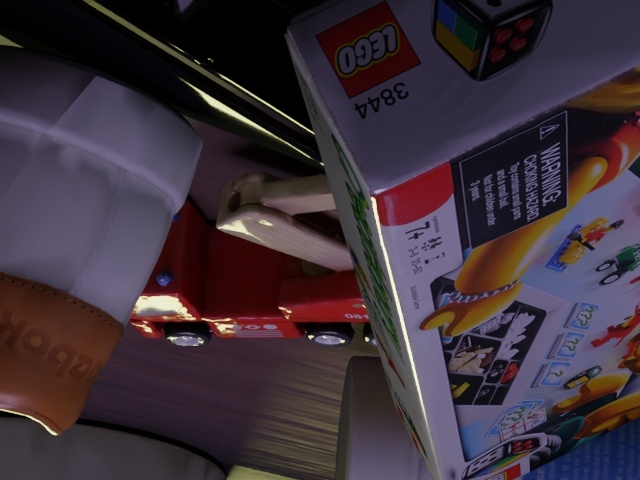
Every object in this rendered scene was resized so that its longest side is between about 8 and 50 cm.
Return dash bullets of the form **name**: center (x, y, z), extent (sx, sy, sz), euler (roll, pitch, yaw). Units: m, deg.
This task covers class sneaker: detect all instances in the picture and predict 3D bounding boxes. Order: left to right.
- **sneaker**: center (-0.175, -0.001, 0.591), extent (0.290, 0.123, 0.106), euler (7, 164, 40)

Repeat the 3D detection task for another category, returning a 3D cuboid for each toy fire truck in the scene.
- **toy fire truck**: center (0.000, 0.000, 0.719), extent (0.192, 0.047, 0.135), euler (0, 159, 12)

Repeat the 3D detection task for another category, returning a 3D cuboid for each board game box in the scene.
- **board game box**: center (0.104, -0.017, 0.538), extent (0.193, 0.053, 0.305), euler (-26, 158, -3)

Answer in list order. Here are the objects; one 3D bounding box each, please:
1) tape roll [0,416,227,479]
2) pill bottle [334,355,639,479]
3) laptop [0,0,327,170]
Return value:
- **tape roll**: center (-0.186, 0.222, 1.165), extent (0.246, 0.169, 0.246), euler (3, 160, 1)
- **pill bottle**: center (0.120, 0.107, 0.874), extent (0.221, 0.124, 0.124), euler (6, 159, -3)
- **laptop**: center (-0.045, -0.122, 0.455), extent (0.264, 0.137, 0.234), euler (-36, 143, 21)
